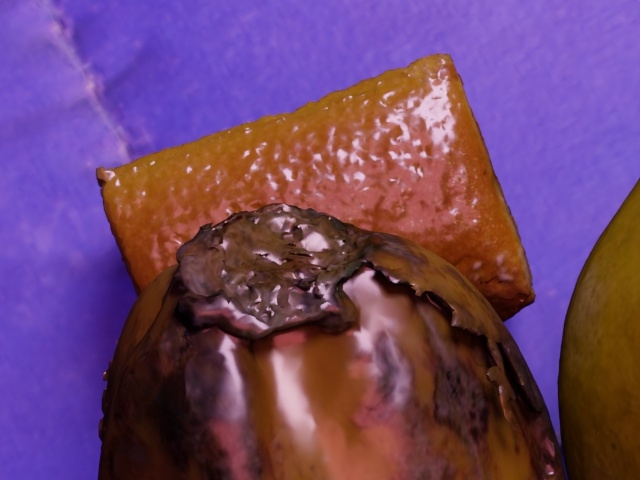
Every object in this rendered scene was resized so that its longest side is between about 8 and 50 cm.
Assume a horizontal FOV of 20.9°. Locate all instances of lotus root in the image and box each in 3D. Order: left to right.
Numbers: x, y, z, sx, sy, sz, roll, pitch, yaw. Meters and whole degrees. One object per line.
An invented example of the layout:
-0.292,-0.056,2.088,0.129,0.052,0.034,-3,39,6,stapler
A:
0.016,0.177,0.717,0.195,0.179,0.398,-8,111,3,lotus root

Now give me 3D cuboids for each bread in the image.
0.000,0.000,0.792,0.172,0.103,0.132,-20,94,1,bread

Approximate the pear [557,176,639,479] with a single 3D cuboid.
0.232,0.073,0.720,0.269,0.269,0.321,5,97,1,pear
